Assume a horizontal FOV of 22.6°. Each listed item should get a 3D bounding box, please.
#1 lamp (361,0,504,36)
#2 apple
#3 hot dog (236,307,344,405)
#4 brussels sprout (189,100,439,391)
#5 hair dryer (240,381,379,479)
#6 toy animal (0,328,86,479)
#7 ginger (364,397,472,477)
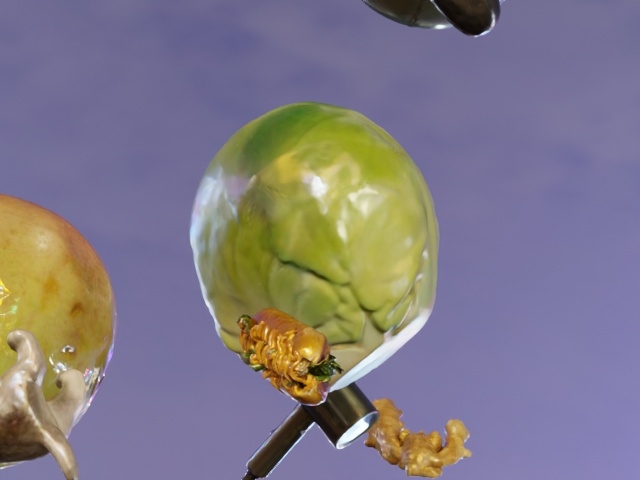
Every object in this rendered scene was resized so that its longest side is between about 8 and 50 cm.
[{"bbox_3d":[0.096,-0.258,1.244,0.197,0.198,0.244,25,13,-13],"label":"lamp"},{"bbox_3d":[-0.402,0.117,1.841,0.338,0.305,0.338,4,-42,3],"label":"apple"},{"bbox_3d":[-0.035,0.109,1.518,0.055,0.072,0.188,-2,9,-20],"label":"hot dog"},{"bbox_3d":[0.000,0.000,1.911,0.268,0.344,0.344,-13,6,-43],"label":"brussels sprout"},{"bbox_3d":[-0.059,0.243,2.194,0.195,0.248,0.078,50,25,21],"label":"hair dryer"},{"bbox_3d":[-0.336,0.180,1.533,0.233,0.169,0.121,-15,-35,15],"label":"toy animal"},{"bbox_3d":[0.122,0.288,2.344,0.193,0.176,0.053,-8,-62,4],"label":"ginger"}]
